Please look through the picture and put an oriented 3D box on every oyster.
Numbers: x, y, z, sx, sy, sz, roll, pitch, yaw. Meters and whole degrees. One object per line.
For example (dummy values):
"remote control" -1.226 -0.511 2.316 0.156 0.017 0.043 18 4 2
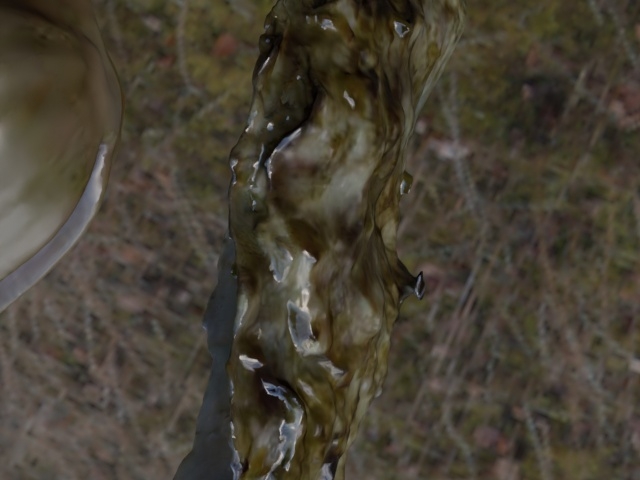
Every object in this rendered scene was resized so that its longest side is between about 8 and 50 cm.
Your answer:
"oyster" 0.005 -0.021 0.721 0.111 0.396 0.204 14 158 1

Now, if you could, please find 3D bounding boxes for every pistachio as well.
"pistachio" -0.164 -0.021 0.587 0.131 0.206 0.129 55 -175 18
